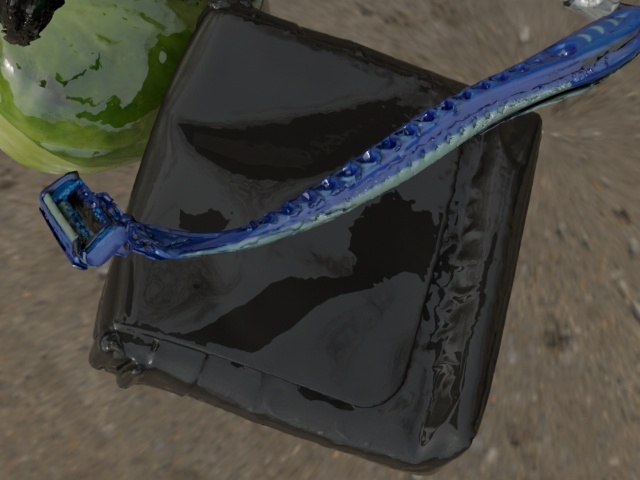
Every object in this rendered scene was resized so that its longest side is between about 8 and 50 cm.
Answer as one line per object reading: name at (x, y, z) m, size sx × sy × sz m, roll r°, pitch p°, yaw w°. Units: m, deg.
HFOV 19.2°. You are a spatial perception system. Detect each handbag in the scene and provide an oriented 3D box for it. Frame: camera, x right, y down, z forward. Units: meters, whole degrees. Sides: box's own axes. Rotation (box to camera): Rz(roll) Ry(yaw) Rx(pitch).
handbag at (0.000, 0.000, 1.076) m, size 0.223 × 0.080 × 0.247 m, roll 19°, pitch 63°, yaw -8°

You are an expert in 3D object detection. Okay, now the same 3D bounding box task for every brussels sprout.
brussels sprout at (-0.149, -0.112, 1.151) m, size 0.183 × 0.131 × 0.145 m, roll -4°, pitch 94°, yaw -11°

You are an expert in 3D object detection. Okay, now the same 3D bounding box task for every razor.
razor at (0.025, -0.045, 0.937) m, size 0.324 × 0.093 × 0.056 m, roll -20°, pitch 112°, yaw -13°

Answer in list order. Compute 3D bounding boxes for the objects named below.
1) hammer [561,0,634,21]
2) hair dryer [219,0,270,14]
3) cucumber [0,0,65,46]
hammer at (0.343, -0.269, 1.758) m, size 0.152 × 0.427 × 0.044 m, roll 25°, pitch 75°, yaw -16°
hair dryer at (-0.054, -0.258, 1.412) m, size 0.078 × 0.195 × 0.248 m, roll 15°, pitch 84°, yaw 1°
cucumber at (-0.132, -0.156, 0.886) m, size 0.053 × 0.181 × 0.053 m, roll 7°, pitch 51°, yaw -9°
